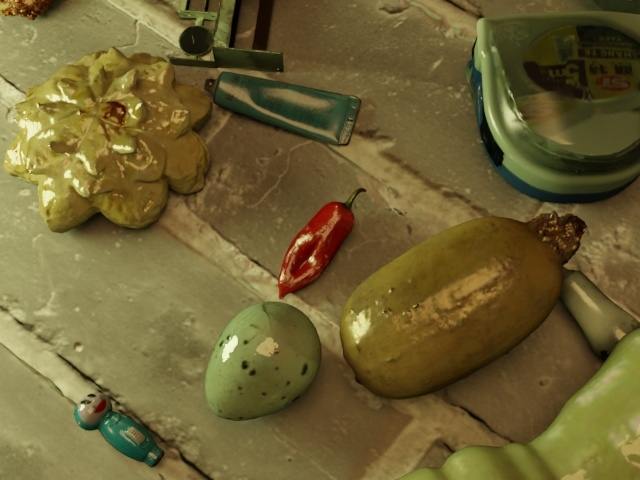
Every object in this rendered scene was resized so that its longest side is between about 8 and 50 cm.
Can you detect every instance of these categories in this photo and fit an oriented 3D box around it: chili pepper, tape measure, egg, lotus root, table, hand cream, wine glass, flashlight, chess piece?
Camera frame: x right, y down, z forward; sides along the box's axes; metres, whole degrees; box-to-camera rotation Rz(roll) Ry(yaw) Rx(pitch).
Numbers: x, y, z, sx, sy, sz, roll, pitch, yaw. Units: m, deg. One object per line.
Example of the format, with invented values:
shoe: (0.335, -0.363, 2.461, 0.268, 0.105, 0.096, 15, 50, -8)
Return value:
chili pepper: (-0.001, -0.001, 1.254, 0.059, 0.050, 0.191, 36, 82, -1)
tape measure: (0.337, -0.184, 1.264, 0.259, 0.138, 0.262, -2, 68, 4)
egg: (-0.076, 0.150, 1.157, 0.164, 0.131, 0.131, -38, 71, -4)
lotus root: (0.178, 0.068, 1.146, 0.342, 0.151, 0.169, -32, 70, 6)
table: (-0.133, -0.332, 1.390, 0.175, 0.062, 0.146, 5, 69, 2)
hand cream: (-0.058, -0.199, 1.347, 0.224, 0.048, 0.083, 16, 70, 3)
wine glass: (0.338, 0.079, 1.195, 0.072, 0.072, 0.155, -35, 71, -10)
flashlight: (-0.253, 0.240, 1.178, 0.129, 0.051, 0.051, 34, 74, 8)
chess piece: (0.291, 0.267, 1.043, 0.442, 0.234, 0.234, -26, 69, -6)

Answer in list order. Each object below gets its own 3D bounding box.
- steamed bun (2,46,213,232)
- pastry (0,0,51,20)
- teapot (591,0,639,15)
steamed bun: (-0.305, -0.149, 1.288, 0.295, 0.137, 0.292, 35, 77, 13)
pastry: (-0.427, -0.400, 1.435, 0.087, 0.063, 0.169, 35, 79, 25)
teapot: (0.504, -0.422, 1.348, 0.203, 0.171, 0.225, 46, 68, -14)
